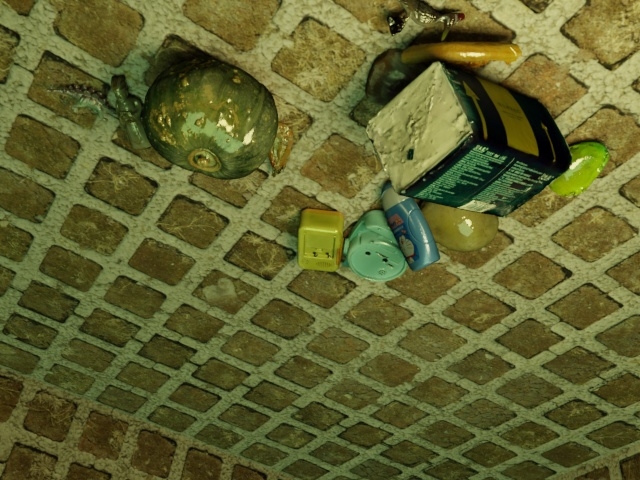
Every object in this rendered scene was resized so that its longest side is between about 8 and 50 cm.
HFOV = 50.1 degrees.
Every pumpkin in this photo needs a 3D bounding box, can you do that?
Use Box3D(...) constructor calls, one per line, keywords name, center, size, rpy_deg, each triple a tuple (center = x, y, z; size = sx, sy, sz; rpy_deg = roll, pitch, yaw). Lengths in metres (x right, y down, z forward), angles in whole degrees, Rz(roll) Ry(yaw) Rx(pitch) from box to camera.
Box3D(name="pumpkin", center=(-0.276, -0.309, 1.725), size=(0.328, 0.257, 0.291), rpy_deg=(25, 147, -27))

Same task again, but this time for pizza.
Box3D(name="pizza", center=(0.326, -0.433, 1.607), size=(0.271, 0.056, 0.134), rpy_deg=(0, 179, 0))

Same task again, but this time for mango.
Box3D(name="mango", center=(0.679, -0.195, 1.819), size=(0.119, 0.100, 0.178), rpy_deg=(37, 126, -18))

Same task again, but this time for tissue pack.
Box3D(name="tissue pack", center=(0.354, -0.225, 1.624), size=(0.416, 0.253, 0.264), rpy_deg=(5, 145, -41))

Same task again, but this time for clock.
Box3D(name="clock", center=(0.000, 0.000, 2.130), size=(0.143, 0.096, 0.202), rpy_deg=(5, 138, 0))
Box3D(name="clock", center=(0.185, 0.038, 2.144), size=(0.223, 0.094, 0.274), rpy_deg=(25, 134, -15))

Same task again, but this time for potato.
Box3D(name="potato", center=(0.392, -0.054, 1.975), size=(0.235, 0.160, 0.178), rpy_deg=(5, 101, 23))

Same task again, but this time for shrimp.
Box3D(name="shrimp", center=(-0.121, -0.255, 1.921), size=(0.091, 0.043, 0.184), rpy_deg=(10, 131, 8))

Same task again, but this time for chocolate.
Box3D(name="chocolate", center=(0.242, -0.372, 1.709), size=(0.254, 0.080, 0.157), rpy_deg=(15, 137, -7))

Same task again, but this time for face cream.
Box3D(name="face cream", center=(0.249, -0.048, 1.956), size=(0.083, 0.264, 0.149), rpy_deg=(-21, 171, -24))

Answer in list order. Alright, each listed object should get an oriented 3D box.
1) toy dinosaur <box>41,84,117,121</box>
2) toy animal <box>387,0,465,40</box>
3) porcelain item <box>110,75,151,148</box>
Box3D(name="toy dinosaur", center=(-0.643, -0.383, 1.855), size=(0.209, 0.039, 0.082), rpy_deg=(14, 134, -22))
Box3D(name="toy animal", center=(0.229, -0.517, 1.569), size=(0.202, 0.070, 0.105), rpy_deg=(8, 113, 3))
Box3D(name="porcelain item", center=(-0.519, -0.348, 1.868), size=(0.084, 0.054, 0.213), rpy_deg=(-3, 135, 9))
